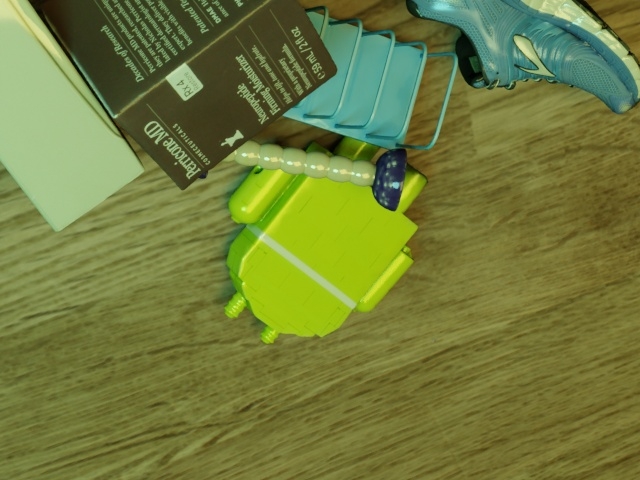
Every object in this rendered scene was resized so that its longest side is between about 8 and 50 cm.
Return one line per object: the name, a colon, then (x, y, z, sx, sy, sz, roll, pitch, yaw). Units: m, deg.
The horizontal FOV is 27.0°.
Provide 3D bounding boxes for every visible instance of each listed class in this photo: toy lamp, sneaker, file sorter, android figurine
toy lamp: (-0.047, -0.091, 1.441, 0.274, 0.080, 0.080, 9, 112, -6)
sneaker: (0.230, -0.230, 1.517, 0.330, 0.130, 0.147, 29, 112, -25)
file sorter: (0.046, -0.172, 1.436, 0.170, 0.104, 0.118, 16, 90, -23)
android figurine: (0.000, 0.000, 1.553, 0.248, 0.056, 0.273, 36, 94, -33)

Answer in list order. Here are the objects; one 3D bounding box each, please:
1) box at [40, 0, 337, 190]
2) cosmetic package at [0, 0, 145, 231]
box: (-0.125, -0.196, 1.305, 0.203, 0.167, 0.168, -38, 152, 1)
cosmetic package: (-0.309, -0.177, 1.277, 0.113, 0.160, 0.309, -36, 124, -4)
